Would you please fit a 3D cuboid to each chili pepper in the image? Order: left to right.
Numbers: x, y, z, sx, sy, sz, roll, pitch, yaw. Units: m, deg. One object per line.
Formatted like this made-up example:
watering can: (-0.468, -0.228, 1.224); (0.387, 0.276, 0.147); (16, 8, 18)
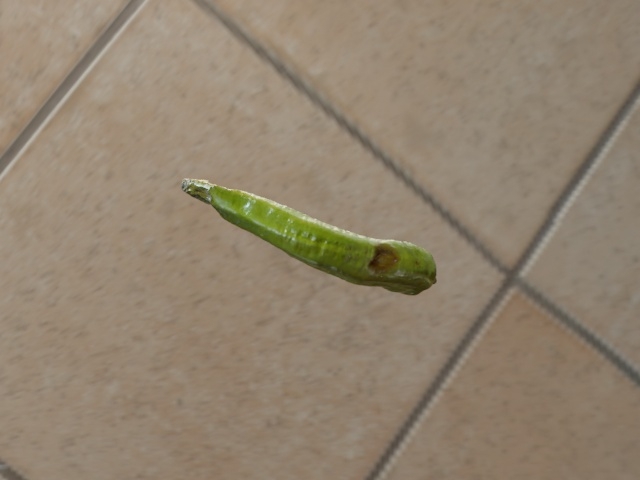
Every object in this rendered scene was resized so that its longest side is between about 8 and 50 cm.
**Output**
chili pepper: (0.000, 0.000, 1.220); (0.208, 0.043, 0.049); (21, 49, -19)
